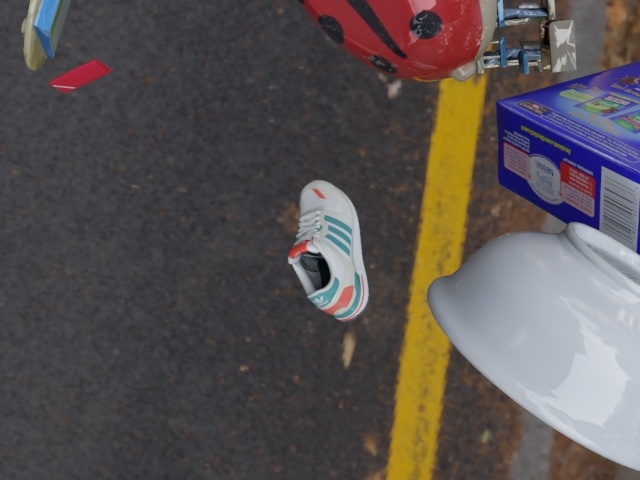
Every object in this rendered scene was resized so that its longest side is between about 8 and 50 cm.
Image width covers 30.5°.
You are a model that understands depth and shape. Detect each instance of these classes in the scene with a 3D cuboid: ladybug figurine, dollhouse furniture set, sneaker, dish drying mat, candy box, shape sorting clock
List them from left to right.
[{"bbox_3d":[-0.319,-0.303,1.395,0.040,0.206,0.206,17,85,-9],"label":"shape sorting clock"},{"bbox_3d":[-0.313,-0.213,1.523,0.032,0.083,0.008,35,46,-46],"label":"dish drying mat"},{"bbox_3d":[0.000,0.000,1.172,0.075,0.057,0.161,25,45,-48],"label":"sneaker"},{"bbox_3d":[0.072,-0.409,1.724,0.449,0.305,0.162,49,45,1],"label":"ladybug figurine"},{"bbox_3d":[0.303,-0.323,1.788,0.129,0.184,0.129,-6,102,0],"label":"dollhouse furniture set"},{"bbox_3d":[0.407,-0.108,1.349,0.317,0.268,0.122,-18,121,-21],"label":"candy box"}]

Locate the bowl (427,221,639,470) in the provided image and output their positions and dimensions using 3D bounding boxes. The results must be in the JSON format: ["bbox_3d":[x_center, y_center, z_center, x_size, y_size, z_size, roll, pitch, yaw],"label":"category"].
[{"bbox_3d":[0.260,0.076,1.120,0.298,0.298,0.134,16,114,-44],"label":"bowl"}]
